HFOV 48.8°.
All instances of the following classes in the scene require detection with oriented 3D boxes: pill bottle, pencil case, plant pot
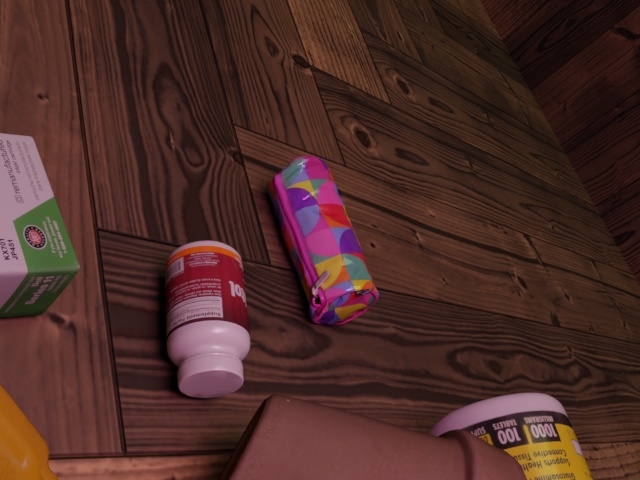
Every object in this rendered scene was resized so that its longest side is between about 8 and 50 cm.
[{"bbox_3d":[-0.119,0.083,0.741,0.086,0.086,0.152,23,43,-37],"label":"pill bottle"},{"bbox_3d":[0.250,0.365,0.822,0.188,0.188,0.334,20,44,-39],"label":"pill bottle"},{"bbox_3d":[0.000,0.000,0.959,0.104,0.104,0.236,12,48,-45],"label":"pencil case"},{"bbox_3d":[0.018,0.258,0.628,0.229,0.263,0.263,28,35,-2],"label":"plant pot"}]

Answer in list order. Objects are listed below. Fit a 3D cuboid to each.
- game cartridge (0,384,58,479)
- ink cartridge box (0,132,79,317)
[{"bbox_3d":[-0.233,0.188,0.359,0.323,0.053,0.285,-94,174,-47],"label":"game cartridge"},{"bbox_3d":[-0.328,-0.014,0.575,0.208,0.087,0.153,-2,59,-51],"label":"ink cartridge box"}]
